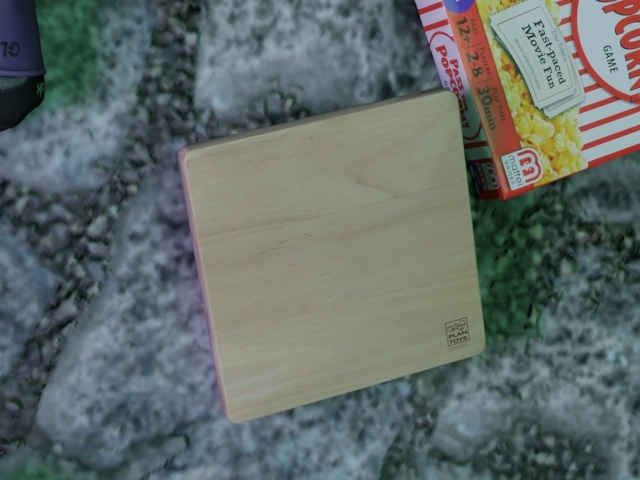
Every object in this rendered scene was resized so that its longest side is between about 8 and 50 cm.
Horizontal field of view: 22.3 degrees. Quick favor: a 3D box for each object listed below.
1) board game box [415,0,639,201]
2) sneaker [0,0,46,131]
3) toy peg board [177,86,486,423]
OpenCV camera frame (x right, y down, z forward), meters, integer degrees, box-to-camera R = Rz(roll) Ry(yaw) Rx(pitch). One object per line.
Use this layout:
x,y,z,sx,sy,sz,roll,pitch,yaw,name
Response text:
0.166,-0.124,0.995,0.193,0.045,0.147,-21,96,-16,board game box
-0.279,-0.079,0.832,0.283,0.107,0.124,-14,100,-17,sneaker
0.000,0.000,0.939,0.161,0.079,0.161,-14,110,-16,toy peg board
